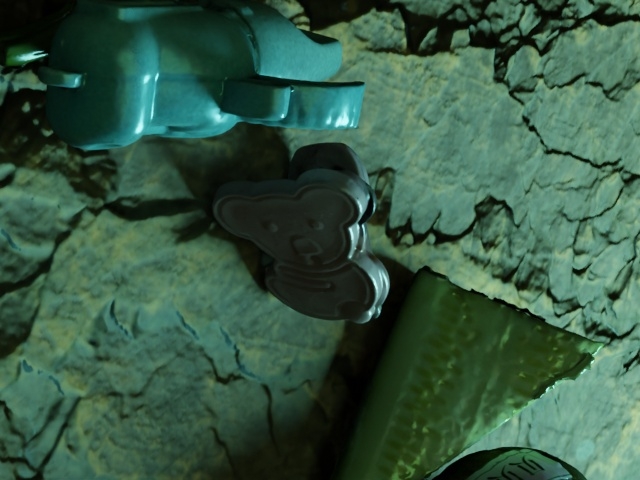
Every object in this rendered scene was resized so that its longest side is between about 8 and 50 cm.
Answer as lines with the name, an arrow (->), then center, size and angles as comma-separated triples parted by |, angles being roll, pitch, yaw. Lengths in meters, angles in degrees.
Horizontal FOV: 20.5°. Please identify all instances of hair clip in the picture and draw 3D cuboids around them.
hair clip -> -0.005, 0.004, 1.292 | 0.102, 0.123, 0.138 | -30, 117, -60

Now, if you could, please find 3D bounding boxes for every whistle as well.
whistle -> -0.080, -0.112, 1.119 | 0.274, 0.186, 0.093 | -13, 114, -54

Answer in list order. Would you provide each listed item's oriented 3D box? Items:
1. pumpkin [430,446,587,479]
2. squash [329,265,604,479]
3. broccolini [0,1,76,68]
pumpkin -> 0.142, 0.303, 1.426 | 0.260, 0.189, 0.260 | -30, 135, -35
squash -> 0.104, 0.169, 1.435 | 0.169, 0.093, 0.252 | 22, 80, 0
broccolini -> -0.133, -0.227, 1.154 | 0.271, 0.062, 0.123 | -52, 121, -20
